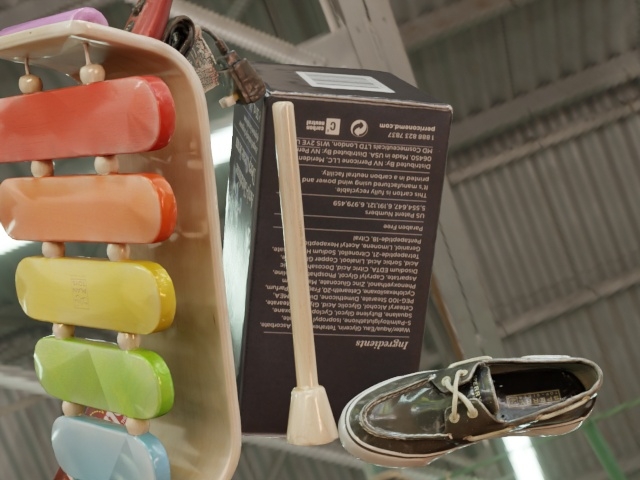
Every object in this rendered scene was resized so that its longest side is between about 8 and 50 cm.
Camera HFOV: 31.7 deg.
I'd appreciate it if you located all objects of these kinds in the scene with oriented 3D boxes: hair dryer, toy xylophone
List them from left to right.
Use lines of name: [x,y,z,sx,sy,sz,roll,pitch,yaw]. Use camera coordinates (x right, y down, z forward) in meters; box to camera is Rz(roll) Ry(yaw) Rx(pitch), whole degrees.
toy xylophone: [-0.104,0.020,0.660,0.081,0.236,0.322,-12,-88,-42]
hair dryer: [-0.141,-0.224,1.042,0.080,0.223,0.293,-3,-65,34]

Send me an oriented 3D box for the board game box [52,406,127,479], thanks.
board game box: [-0.222,0.236,1.355,0.027,0.145,0.281,-12,-46,-60]

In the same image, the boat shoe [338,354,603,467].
boat shoe: [0.123,0.130,0.927,0.219,0.077,0.070,-9,-29,-9]

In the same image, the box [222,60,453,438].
box: [0.000,0.000,1.365,0.212,0.293,0.395,2,-76,-11]
